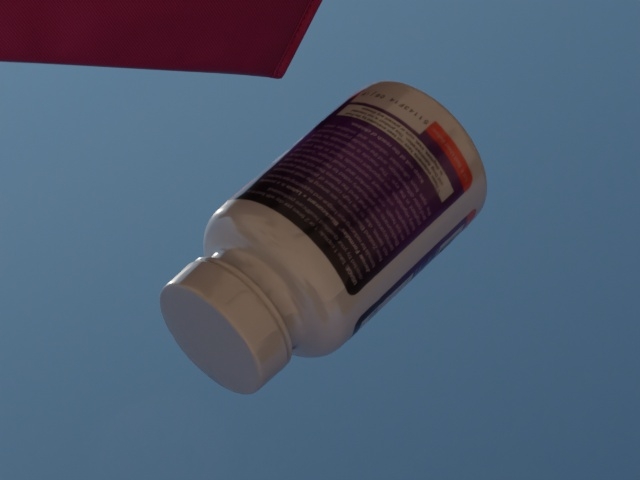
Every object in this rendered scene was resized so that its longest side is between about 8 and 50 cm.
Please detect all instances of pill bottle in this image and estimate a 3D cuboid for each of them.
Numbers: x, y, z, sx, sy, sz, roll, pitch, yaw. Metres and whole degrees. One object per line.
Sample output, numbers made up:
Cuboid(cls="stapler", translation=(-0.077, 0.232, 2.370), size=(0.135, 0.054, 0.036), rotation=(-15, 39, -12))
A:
Cuboid(cls="pill bottle", translation=(0.000, 0.000, 1.076), size=(0.108, 0.108, 0.193), rotation=(39, -120, 16))

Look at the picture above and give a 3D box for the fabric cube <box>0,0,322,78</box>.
Cuboid(cls="fabric cube", translation=(-0.134, -0.282, 1.179), size=(0.258, 0.254, 0.259), rotation=(-1, -135, -33))
